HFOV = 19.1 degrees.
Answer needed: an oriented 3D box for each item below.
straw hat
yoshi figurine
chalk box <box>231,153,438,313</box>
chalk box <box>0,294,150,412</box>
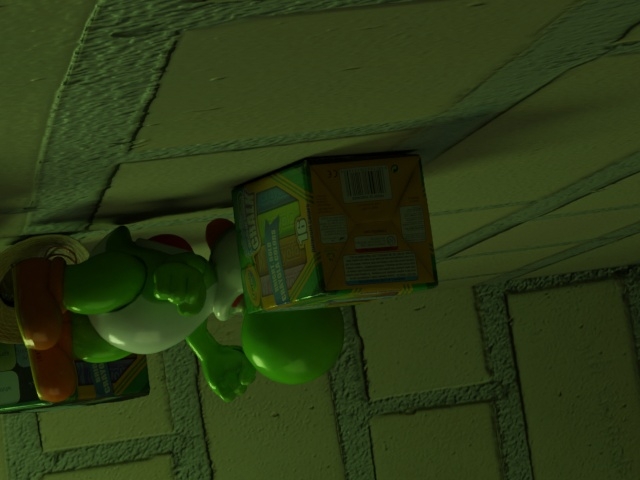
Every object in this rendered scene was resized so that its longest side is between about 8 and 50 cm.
[{"bbox_3d":[-0.325,0.038,2.085,0.144,0.144,0.061,-5,-146,-31],"label":"straw hat"},{"bbox_3d":[-0.127,0.087,1.990,0.362,0.203,0.203,-12,-168,-7],"label":"yoshi figurine"},{"bbox_3d":[0.000,0.000,1.862,0.132,0.132,0.213,-5,173,-28],"label":"chalk box"},{"bbox_3d":[-0.361,0.117,2.295,0.180,0.179,0.289,-10,173,25],"label":"chalk box"}]
